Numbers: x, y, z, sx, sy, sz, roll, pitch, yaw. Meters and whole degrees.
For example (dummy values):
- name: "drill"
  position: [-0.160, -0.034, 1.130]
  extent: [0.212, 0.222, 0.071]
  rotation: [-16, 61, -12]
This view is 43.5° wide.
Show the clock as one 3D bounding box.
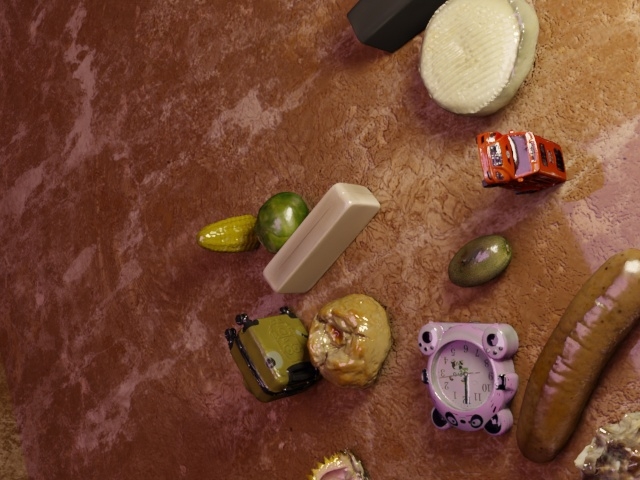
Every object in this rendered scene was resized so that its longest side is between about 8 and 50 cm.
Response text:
- name: "clock"
  position: [0.333, 0.304, 1.791]
  extent: [0.228, 0.090, 0.247]
  rotation: [-3, 88, 38]

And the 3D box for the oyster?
- name: "oyster"
  position: [0.636, 0.443, 1.528]
  extent: [0.351, 0.115, 0.237]
  rotation: [-35, 68, 32]

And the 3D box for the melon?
- name: "melon"
  position: [0.351, 0.048, 1.780]
  extent: [0.162, 0.099, 0.099]
  rotation: [-34, 68, 36]

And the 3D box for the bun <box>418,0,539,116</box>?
- name: "bun"
  position: [0.355, -0.409, 1.763]
  extent: [0.287, 0.146, 0.287]
  rotation: [1, 92, 41]

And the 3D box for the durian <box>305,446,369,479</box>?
- name: "durian"
  position: [0.032, 0.700, 2.012]
  extent: [0.196, 0.186, 0.305]
  rotation: [-39, 72, 56]

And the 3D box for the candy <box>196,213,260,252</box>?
- name: "candy"
  position: [-0.259, -0.013, 2.201]
  extent: [0.094, 0.199, 0.106]
  rotation: [13, 105, 43]

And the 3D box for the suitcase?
- name: "suitcase"
  position: [-0.120, 0.302, 2.082]
  extent: [0.143, 0.194, 0.234]
  rotation: [-51, 60, 34]

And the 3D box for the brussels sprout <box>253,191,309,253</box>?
- name: "brussels sprout"
  position: [-0.099, -0.046, 2.102]
  extent: [0.181, 0.144, 0.161]
  rotation: [-8, 85, 62]

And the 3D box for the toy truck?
- name: "toy truck"
  position: [0.412, -0.163, 1.641]
  extent: [0.114, 0.253, 0.107]
  rotation: [-13, 81, 33]

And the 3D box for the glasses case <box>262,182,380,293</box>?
- name: "glasses case"
  position: [0.000, 0.000, 2.028]
  extent: [0.336, 0.144, 0.076]
  rotation: [-49, 61, 25]

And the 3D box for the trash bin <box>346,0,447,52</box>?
- name: "trash bin"
  position: [0.195, -0.560, 1.886]
  extent: [0.225, 0.165, 0.115]
  rotation: [-36, 68, 34]

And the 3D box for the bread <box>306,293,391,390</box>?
- name: "bread"
  position: [0.064, 0.254, 1.975]
  extent: [0.245, 0.134, 0.244]
  rotation: [-5, 83, 40]

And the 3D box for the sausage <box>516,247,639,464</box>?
- name: "sausage"
  position: [0.522, 0.236, 1.625]
  extent: [0.136, 0.123, 0.500]
  rotation: [27, 107, 6]
